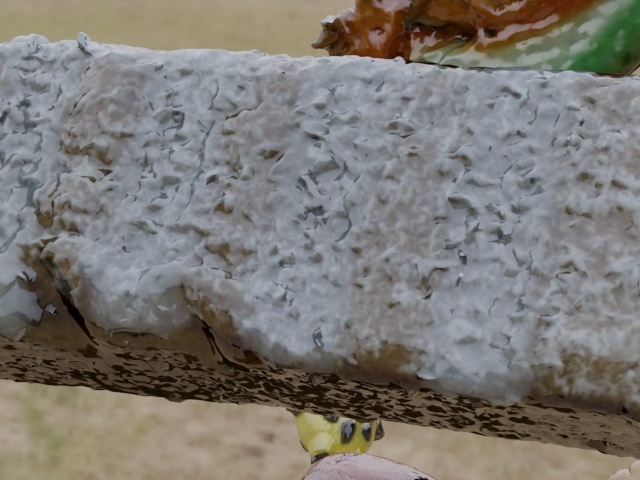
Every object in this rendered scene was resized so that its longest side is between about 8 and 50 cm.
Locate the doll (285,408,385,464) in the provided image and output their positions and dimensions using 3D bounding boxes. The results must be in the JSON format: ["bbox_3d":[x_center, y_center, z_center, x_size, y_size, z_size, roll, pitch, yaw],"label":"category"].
[{"bbox_3d":[0.017,0.121,1.904,0.117,0.291,0.086,24,-42,-29],"label":"doll"}]

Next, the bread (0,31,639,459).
[{"bbox_3d":[0.000,0.000,0.825,0.417,0.165,0.113,5,-19,18],"label":"bread"}]

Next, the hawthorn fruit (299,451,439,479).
[{"bbox_3d":[0.045,0.225,1.258,0.172,0.148,0.148,5,7,28],"label":"hawthorn fruit"}]

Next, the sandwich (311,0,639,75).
[{"bbox_3d":[0.129,-0.158,0.986,0.250,0.301,0.162,-25,47,-38],"label":"sandwich"}]

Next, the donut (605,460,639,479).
[{"bbox_3d":[0.303,0.243,1.294,0.227,0.226,0.114,14,-27,25],"label":"donut"}]
